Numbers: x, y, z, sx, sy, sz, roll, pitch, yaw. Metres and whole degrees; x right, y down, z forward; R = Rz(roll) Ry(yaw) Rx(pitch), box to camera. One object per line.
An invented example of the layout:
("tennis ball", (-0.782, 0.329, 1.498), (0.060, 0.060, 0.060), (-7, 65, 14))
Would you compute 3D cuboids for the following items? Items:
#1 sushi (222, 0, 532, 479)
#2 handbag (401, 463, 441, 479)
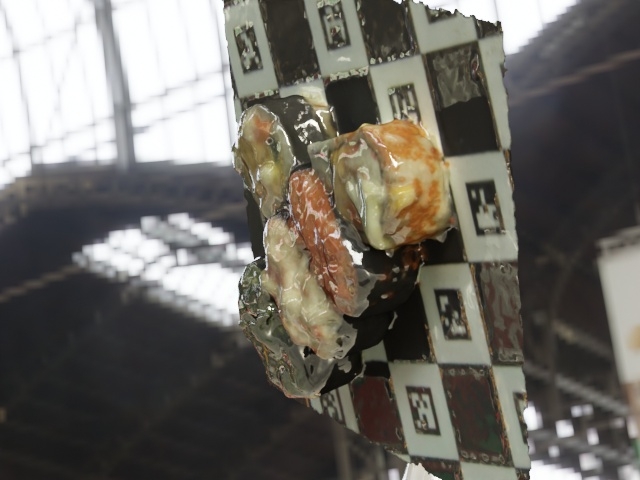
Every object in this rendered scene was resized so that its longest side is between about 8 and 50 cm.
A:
("sushi", (0.000, 0.000, 1.216), (0.069, 0.320, 0.339), (-16, 21, -28))
("handbag", (0.117, 0.227, 1.776), (0.095, 0.173, 0.117), (1, -30, 32))
